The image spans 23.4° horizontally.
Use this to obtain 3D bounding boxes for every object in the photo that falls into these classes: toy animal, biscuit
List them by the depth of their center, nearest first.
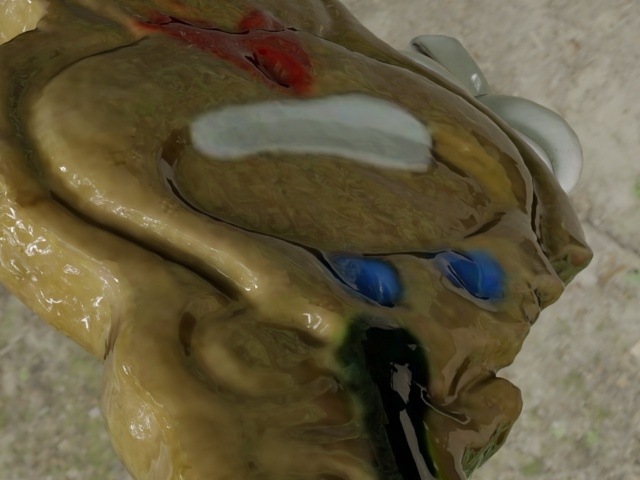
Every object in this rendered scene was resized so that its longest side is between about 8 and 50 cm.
[{"bbox_3d":[-0.007,-0.001,0.408,0.183,0.320,0.047,14,125,-14],"label":"biscuit"},{"bbox_3d":[0.068,-0.055,0.988,0.178,0.193,0.127,39,110,24],"label":"toy animal"}]
